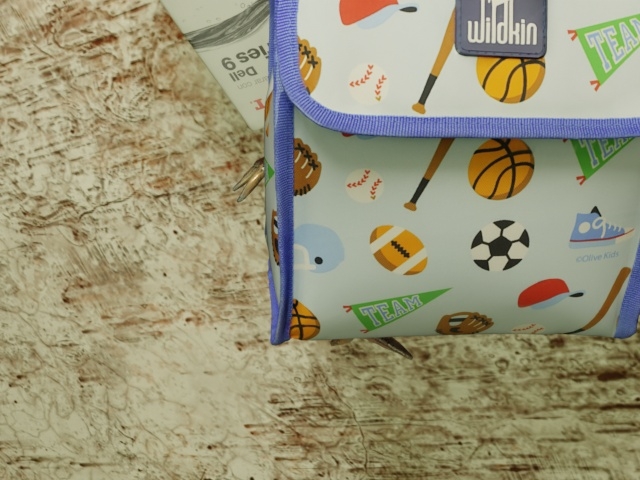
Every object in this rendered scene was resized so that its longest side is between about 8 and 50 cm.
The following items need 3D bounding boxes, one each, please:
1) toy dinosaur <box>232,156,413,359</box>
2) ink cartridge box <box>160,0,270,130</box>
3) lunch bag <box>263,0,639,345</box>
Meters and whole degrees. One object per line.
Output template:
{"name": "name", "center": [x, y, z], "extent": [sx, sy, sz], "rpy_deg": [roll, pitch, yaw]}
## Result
{"name": "toy dinosaur", "center": [0.000, 0.000, 1.123], "extent": [0.127, 0.295, 0.200], "rpy_deg": [-24, 151, 15]}
{"name": "ink cartridge box", "center": [-0.035, -0.262, 0.937], "extent": [0.211, 0.121, 0.289], "rpy_deg": [-16, 133, 23]}
{"name": "lunch bag", "center": [0.114, -0.112, 0.841], "extent": [0.328, 0.239, 0.385], "rpy_deg": [0, 122, -7]}
